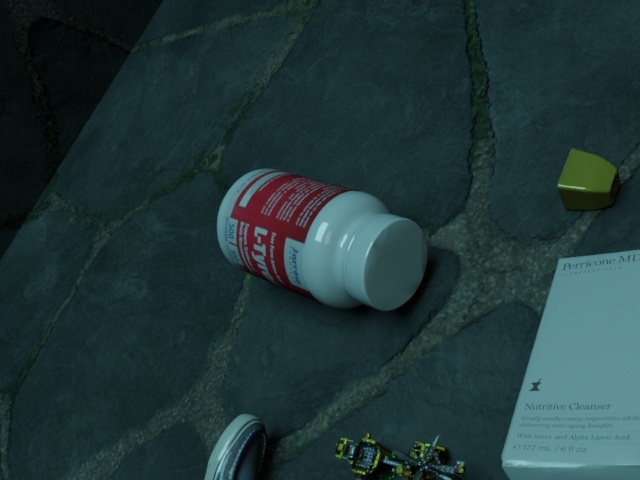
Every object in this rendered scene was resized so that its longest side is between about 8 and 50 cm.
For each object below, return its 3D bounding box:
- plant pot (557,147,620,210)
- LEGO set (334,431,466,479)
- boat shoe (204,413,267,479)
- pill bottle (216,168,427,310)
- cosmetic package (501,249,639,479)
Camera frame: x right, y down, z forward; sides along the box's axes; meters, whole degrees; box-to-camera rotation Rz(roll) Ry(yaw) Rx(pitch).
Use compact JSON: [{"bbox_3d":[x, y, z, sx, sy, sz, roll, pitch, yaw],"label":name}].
[{"bbox_3d":[0.465,-0.099,1.410,0.083,0.081,0.081,15,71,33],"label":"plant pot"},{"bbox_3d":[0.074,0.439,1.262,0.255,0.192,0.331,12,69,43],"label":"LEGO set"},{"bbox_3d":[-0.133,0.491,1.461,0.158,0.127,0.340,10,76,36],"label":"boat shoe"},{"bbox_3d":[0.000,0.000,1.605,0.407,0.229,0.229,18,73,45],"label":"pill bottle"},{"bbox_3d":[0.408,0.190,1.112,0.217,0.156,0.385,-11,36,34],"label":"cosmetic package"}]
